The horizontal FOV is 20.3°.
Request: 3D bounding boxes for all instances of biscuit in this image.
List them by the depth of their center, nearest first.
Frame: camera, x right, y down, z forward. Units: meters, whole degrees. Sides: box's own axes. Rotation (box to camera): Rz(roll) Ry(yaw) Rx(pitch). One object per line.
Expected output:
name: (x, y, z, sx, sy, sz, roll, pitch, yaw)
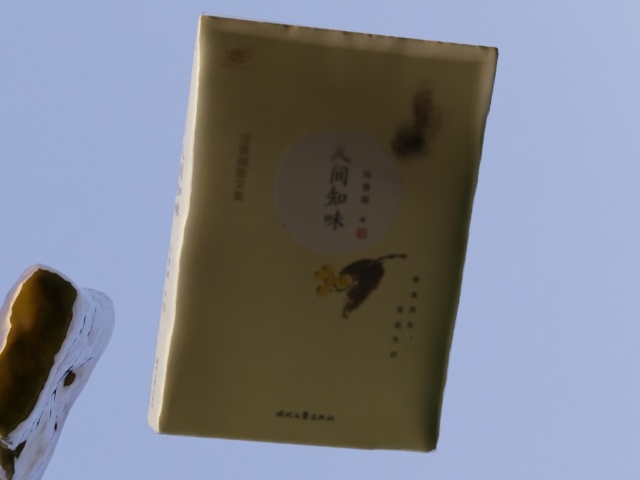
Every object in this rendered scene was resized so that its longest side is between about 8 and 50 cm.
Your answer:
biscuit: (-0.153, 0.093, 0.871, 0.039, 0.183, 0.174, 27, -99, 3)

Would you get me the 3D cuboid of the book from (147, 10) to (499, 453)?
book: (0.000, 0.000, 0.461, 0.077, 0.014, 0.111, 6, -78, -10)
